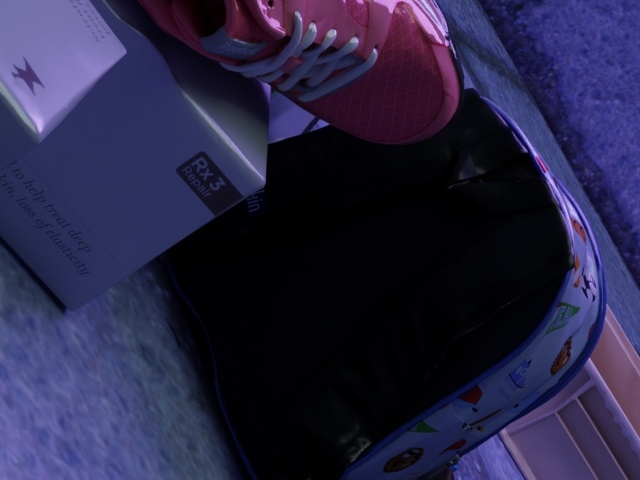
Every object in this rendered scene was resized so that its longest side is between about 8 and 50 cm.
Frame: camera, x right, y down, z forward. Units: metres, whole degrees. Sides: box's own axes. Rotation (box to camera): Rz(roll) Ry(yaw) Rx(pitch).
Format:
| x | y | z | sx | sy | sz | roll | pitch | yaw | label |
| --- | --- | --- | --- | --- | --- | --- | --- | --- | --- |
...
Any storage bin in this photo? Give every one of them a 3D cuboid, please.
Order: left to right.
| x | y | z | sx | sy | sz | roll | pitch | yaw | label |
| --- | --- | --- | --- | --- | --- | --- | --- | --- | --- |
| 0.294 | 0.207 | 1.789 | 0.260 | 0.123 | 0.262 | 58 | 16 | 4 | storage bin |

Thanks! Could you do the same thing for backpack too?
| x | y | z | sx | sy | sz | roll | pitch | yaw | label |
| --- | --- | --- | --- | --- | --- | --- | --- | --- | --- |
| 0.057 | 0.036 | 1.152 | 0.213 | 0.263 | 0.276 | 23 | 38 | -61 | backpack |

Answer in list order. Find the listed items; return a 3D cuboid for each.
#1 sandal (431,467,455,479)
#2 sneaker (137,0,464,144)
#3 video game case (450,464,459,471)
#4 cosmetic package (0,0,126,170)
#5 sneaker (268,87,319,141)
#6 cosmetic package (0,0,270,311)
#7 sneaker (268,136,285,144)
| x | y | z | sx | sy | sz | roll | pitch | yaw | label |
| --- | --- | --- | --- | --- | --- | --- | --- | --- | --- |
| 0.056 | 0.209 | 1.196 | 0.219 | 0.090 | 0.060 | -31 | 111 | -81 | sandal |
| -0.038 | -0.130 | 0.965 | 0.314 | 0.116 | 0.136 | 38 | 35 | -31 | sneaker |
| 0.059 | 0.116 | 1.462 | 0.119 | 0.015 | 0.166 | 33 | 28 | -56 | video game case |
| -0.209 | -0.074 | 0.718 | 0.151 | 0.183 | 0.151 | 55 | 16 | -12 | cosmetic package |
| -0.032 | -0.208 | 1.386 | 0.182 | 0.158 | 0.410 | 36 | -24 | -2 | sneaker |
| -0.148 | -0.153 | 1.109 | 0.217 | 0.156 | 0.385 | 51 | 18 | -21 | cosmetic package |
| 0.000 | 0.000 | 1.318 | 0.232 | 0.115 | 0.090 | 38 | 25 | -49 | sneaker |
